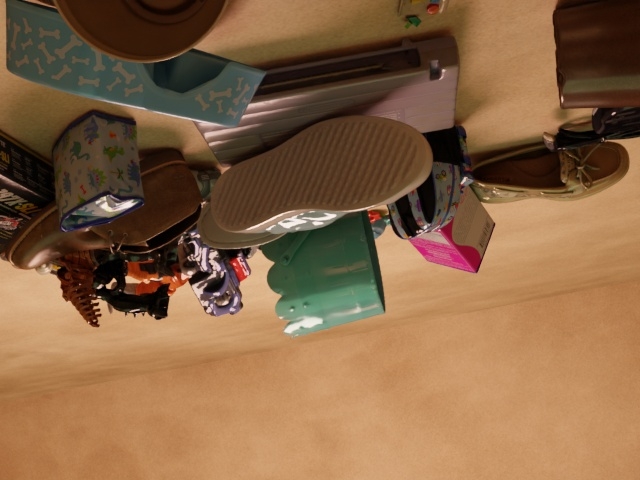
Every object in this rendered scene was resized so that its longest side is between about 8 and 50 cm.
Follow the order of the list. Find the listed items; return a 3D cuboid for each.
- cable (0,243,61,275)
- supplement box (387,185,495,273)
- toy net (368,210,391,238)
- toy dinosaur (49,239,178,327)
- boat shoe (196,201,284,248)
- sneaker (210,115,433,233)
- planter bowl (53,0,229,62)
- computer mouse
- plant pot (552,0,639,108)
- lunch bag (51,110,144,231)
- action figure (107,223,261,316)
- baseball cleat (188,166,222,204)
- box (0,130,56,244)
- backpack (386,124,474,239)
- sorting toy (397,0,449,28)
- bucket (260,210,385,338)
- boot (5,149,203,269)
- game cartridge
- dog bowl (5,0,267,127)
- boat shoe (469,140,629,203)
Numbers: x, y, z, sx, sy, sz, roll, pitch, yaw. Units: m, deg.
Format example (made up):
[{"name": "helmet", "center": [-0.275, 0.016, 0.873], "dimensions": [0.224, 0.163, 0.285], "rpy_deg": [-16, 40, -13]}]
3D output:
[{"name": "cable", "center": [-0.542, 0.054, 1.834], "dimensions": [0.140, 0.072, 0.287], "rpy_deg": [-1, 164, -6]}, {"name": "supplement box", "center": [0.226, -0.037, 1.720], "dimensions": [0.114, 0.111, 0.220], "rpy_deg": [15, 165, 30]}, {"name": "toy net", "center": [0.157, -0.060, 1.878], "dimensions": [0.232, 0.045, 0.122], "rpy_deg": [-21, 149, 30]}, {"name": "toy dinosaur", "center": [-0.347, 0.053, 1.508], "dimensions": [0.219, 0.321, 0.164], "rpy_deg": [9, 135, -12]}, {"name": "boat shoe", "center": [-0.054, -0.062, 1.549], "dimensions": [0.303, 0.114, 0.091], "rpy_deg": [-19, 173, 2]}, {"name": "sneaker", "center": [0.018, -0.091, 1.336], "dimensions": [0.366, 0.135, 0.150], "rpy_deg": [-9, 175, 37]}, {"name": "planter bowl", "center": [-0.152, -0.243, 0.846], "dimensions": [0.162, 0.162, 0.109], "rpy_deg": [-10, -169, 5]}, {"name": "computer mouse", "center": [0.444, -0.202, 1.497], "dimensions": [0.184, 0.060, 0.262], "rpy_deg": [-11, 172, 13]}, {"name": "plant pot", "center": [0.376, -0.233, 1.159], "dimensions": [0.165, 0.166, 0.167], "rpy_deg": [-5, 166, 13]}, {"name": "lunch bag", "center": [-0.323, -0.092, 1.315], "dimensions": [0.151, 0.128, 0.096], "rpy_deg": [-21, 160, 36]}, {"name": "action figure", "center": [-0.270, 0.019, 1.784], "dimensions": [0.330, 0.178, 0.341], "rpy_deg": [-14, 147, -8]}, {"name": "baseball cleat", "center": [-0.220, -0.066, 1.581], "dimensions": [0.110, 0.072, 0.206], "rpy_deg": [-8, 170, -28]}, {"name": "box", "center": [-0.529, -0.069, 1.384], "dimensions": [0.257, 0.079, 0.322], "rpy_deg": [-14, 164, 10]}, {"name": "backpack", "center": [0.170, -0.091, 1.512], "dimensions": [0.117, 0.173, 0.158], "rpy_deg": [0, 162, -29]}, {"name": "sorting toy", "center": [0.123, -0.275, 1.114], "dimensions": [0.062, 0.012, 0.083], "rpy_deg": [-8, 165, -4]}, {"name": "bucket", "center": [0.008, 0.032, 1.708], "dimensions": [0.183, 0.281, 0.281], "rpy_deg": [-12, 165, 6]}, {"name": "boot", "center": [-0.322, -0.021, 1.411], "dimensions": [0.305, 0.115, 0.112], "rpy_deg": [-28, 165, -9]}, {"name": "game cartridge", "center": [0.010, -0.186, 1.296], "dimensions": [0.355, 0.068, 0.230], "rpy_deg": [-10, 169, 3]}, {"name": "dog bowl", "center": [-0.195, -0.184, 0.998], "dimensions": [0.297, 0.074, 0.166], "rpy_deg": [6, -165, -45]}, {"name": "boat shoe", "center": [0.403, -0.122, 1.663], "dimensions": [0.285, 0.104, 0.089], "rpy_deg": [-12, 167, 13]}]
